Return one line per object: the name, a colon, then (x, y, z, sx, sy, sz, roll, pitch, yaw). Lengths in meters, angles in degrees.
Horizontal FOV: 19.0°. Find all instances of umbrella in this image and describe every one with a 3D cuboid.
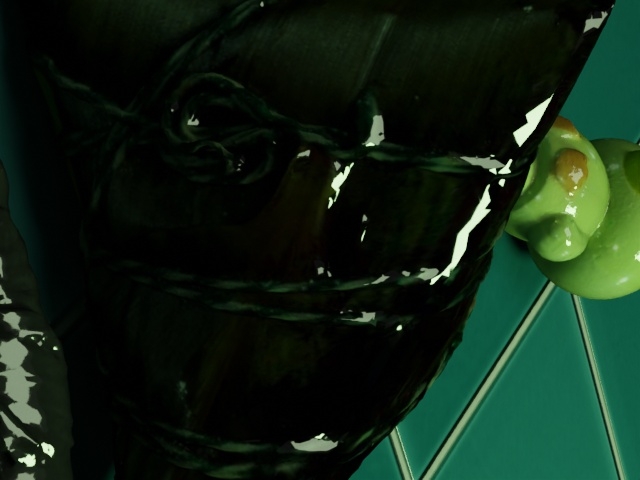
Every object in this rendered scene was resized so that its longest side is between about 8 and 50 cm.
umbrella: (-0.161, 0.133, 0.956, 0.113, 0.106, 0.357, -17, 96, -68)

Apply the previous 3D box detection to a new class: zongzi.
zongzi: (0.000, 0.000, 1.116, 0.362, 0.319, 0.383, -39, 140, -64)

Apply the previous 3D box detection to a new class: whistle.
whistle: (0.197, -0.046, 1.500, 0.294, 0.141, 0.141, 41, 55, -51)
